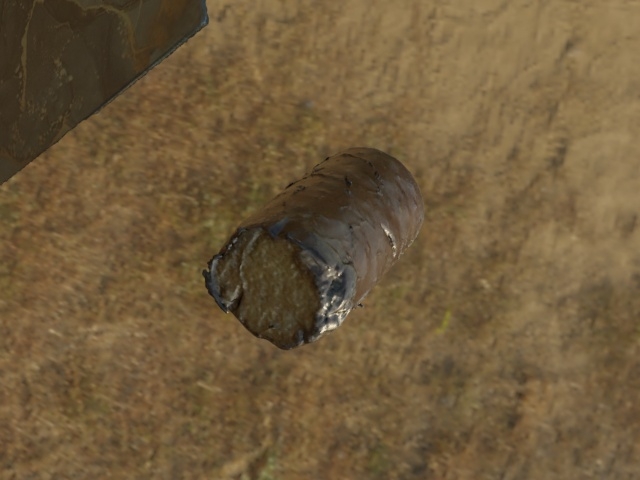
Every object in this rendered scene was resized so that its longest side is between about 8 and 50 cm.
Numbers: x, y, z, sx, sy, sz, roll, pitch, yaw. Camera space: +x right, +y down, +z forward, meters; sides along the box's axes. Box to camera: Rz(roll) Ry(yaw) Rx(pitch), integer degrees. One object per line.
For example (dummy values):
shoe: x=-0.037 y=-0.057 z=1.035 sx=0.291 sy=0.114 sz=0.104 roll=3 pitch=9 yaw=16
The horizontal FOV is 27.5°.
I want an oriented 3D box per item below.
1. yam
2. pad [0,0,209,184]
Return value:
yam: x=0.001 y=0.001 z=0.722 sx=0.141 sy=0.079 sz=0.079 roll=-44 pitch=133 yaw=-58
pad: x=-0.169 y=-0.233 z=0.840 sx=0.007 sy=0.248 sz=0.367 roll=12 pitch=59 yaw=-41
